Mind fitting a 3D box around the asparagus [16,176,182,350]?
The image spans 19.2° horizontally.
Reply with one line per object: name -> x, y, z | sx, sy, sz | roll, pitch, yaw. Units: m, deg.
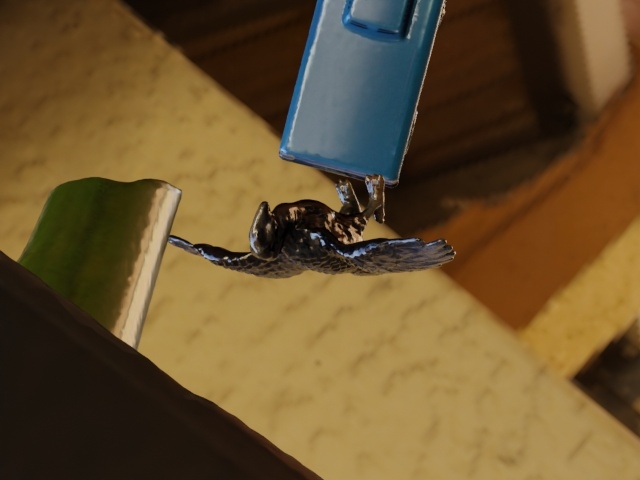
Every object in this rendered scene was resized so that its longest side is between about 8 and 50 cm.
asparagus -> -0.102, 0.063, 0.702 | 0.277, 0.067, 0.060 | -83, 8, -47

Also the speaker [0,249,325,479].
speaker -> -0.066, 0.148, 0.412 | 0.184, 0.388, 0.180 | -24, -36, -59

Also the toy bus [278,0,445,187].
toy bus -> 0.035, -0.134, 1.259 | 0.106, 0.090, 0.184 | -19, -57, -88

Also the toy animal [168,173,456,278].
toy animal -> 0.000, 0.000, 1.092 | 0.108, 0.220, 0.062 | -18, -77, -50
